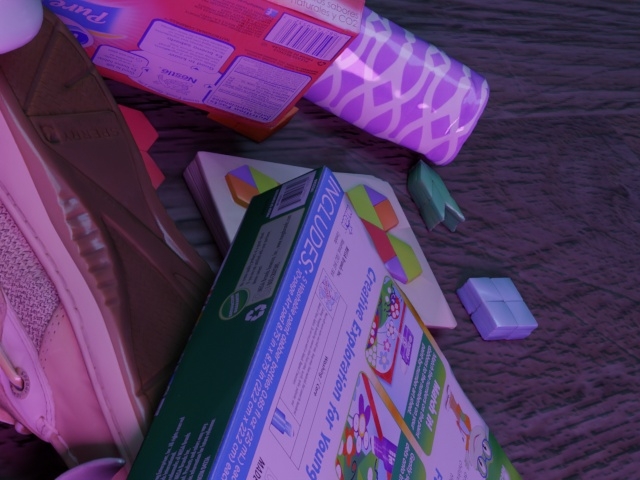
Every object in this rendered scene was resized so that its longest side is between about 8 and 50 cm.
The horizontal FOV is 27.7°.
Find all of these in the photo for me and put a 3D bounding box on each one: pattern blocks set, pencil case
[{"bbox_3d":[0.000,0.000,0.869,0.325,0.026,0.285,-9,57,-47],"label":"pattern blocks set"},{"bbox_3d":[0.029,-0.135,0.995,0.206,0.086,0.088,30,8,-11],"label":"pencil case"}]

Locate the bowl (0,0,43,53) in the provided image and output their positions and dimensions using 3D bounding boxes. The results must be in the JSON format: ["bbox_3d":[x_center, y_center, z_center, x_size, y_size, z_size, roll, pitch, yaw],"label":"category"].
[{"bbox_3d":[-0.245,-0.186,0.532,0.298,0.134,0.298,17,19,-6],"label":"bowl"}]

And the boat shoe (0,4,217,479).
[{"bbox_3d":[-0.120,0.041,0.649,0.122,0.110,0.341,0,61,-62],"label":"boat shoe"}]

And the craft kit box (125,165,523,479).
[{"bbox_3d":[0.019,0.130,0.629,0.246,0.061,0.250,55,29,-23],"label":"craft kit box"}]

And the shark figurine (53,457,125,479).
[{"bbox_3d":[-0.191,0.161,0.490,0.278,0.166,0.116,6,70,-61],"label":"shark figurine"}]

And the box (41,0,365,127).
[{"bbox_3d":[-0.129,-0.199,0.810,0.300,0.154,0.142,17,64,-18],"label":"box"}]
